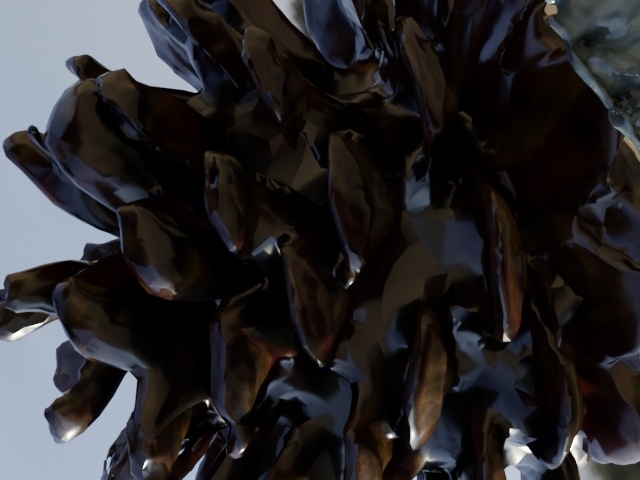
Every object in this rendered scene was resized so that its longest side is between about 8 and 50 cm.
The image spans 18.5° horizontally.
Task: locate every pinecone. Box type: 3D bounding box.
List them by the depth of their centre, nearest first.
[{"bbox_3d":[-0.005,-0.001,0.866,0.242,0.296,0.298,56,-165,-61],"label":"pinecone"}]

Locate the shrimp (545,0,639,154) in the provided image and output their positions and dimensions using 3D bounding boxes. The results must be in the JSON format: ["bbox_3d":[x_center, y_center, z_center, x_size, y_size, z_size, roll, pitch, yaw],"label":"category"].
[{"bbox_3d":[0.204,0.029,0.619,0.410,0.221,0.166,49,167,5],"label":"shrimp"}]
